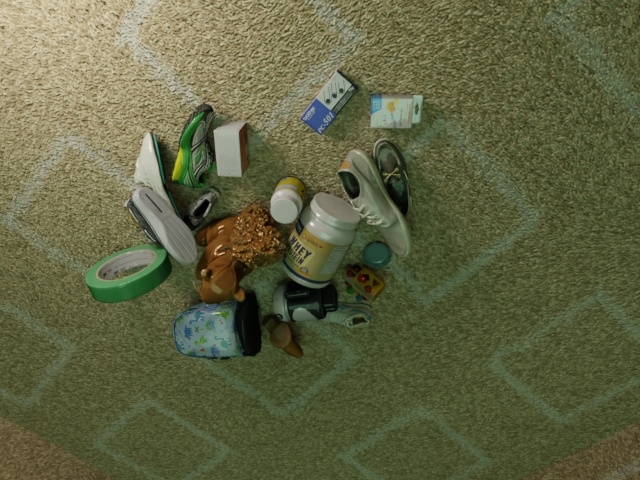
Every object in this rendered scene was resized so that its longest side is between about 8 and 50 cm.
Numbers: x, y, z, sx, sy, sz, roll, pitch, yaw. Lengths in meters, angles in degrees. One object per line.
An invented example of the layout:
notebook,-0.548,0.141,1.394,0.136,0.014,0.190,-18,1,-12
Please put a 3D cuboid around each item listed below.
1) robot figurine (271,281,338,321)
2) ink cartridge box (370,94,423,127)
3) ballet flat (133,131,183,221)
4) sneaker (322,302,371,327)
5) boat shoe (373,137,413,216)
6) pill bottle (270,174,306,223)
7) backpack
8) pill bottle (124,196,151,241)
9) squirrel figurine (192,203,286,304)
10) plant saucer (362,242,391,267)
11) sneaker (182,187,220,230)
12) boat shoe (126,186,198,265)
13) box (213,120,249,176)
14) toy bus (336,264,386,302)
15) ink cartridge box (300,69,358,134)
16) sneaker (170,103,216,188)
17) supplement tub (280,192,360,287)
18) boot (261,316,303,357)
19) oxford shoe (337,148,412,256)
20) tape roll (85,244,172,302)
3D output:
robot figurine,-0.068,0.258,2.001,0.278,0.173,0.209,-6,115,8
ink cartridge box,0.265,-0.449,1.644,0.181,0.062,0.104,1,119,4
ballet flat,-0.632,-0.200,1.793,0.139,0.139,0.400,-7,114,9
sneaker,0.108,0.331,2.074,0.228,0.092,0.087,-5,120,9
boat shoe,0.274,-0.228,1.748,0.109,0.091,0.305,-16,117,13
pill bottle,-0.121,-0.152,1.757,0.119,0.208,0.119,2,120,4
backpack,-0.469,0.387,2.075,0.355,0.273,0.290,0,100,20
pill bottle,-0.701,-0.089,1.902,0.103,0.103,0.184,-14,116,12
squirrel figurine,-0.325,0.058,1.798,0.397,0.370,0.281,-39,109,23
plant saucer,0.233,0.058,1.952,0.119,0.021,0.119,2,120,4
sneaker,-0.490,-0.103,1.860,0.086,0.132,0.229,35,116,-14
boat shoe,-0.585,-0.040,1.756,0.119,0.121,0.335,-33,94,38
box,-0.320,-0.333,1.718,0.091,0.130,0.171,4,120,4
toy bus,0.176,0.161,1.965,0.104,0.191,0.202,-42,116,-22
ink cartridge box,0.029,-0.480,1.655,0.097,0.046,0.207,36,116,-14
sneaker,-0.442,-0.343,1.740,0.146,0.134,0.344,17,128,-12
supplement tub,0.000,0.000,1.821,0.228,0.228,0.316,23,118,-8
boot,-0.138,0.448,2.073,0.104,0.295,0.211,-45,114,-11
oxford shoe,0.195,-0.119,1.753,0.130,0.169,0.449,-38,106,-24
tape roll,-0.767,0.127,1.903,0.321,0.321,0.077,-7,117,9
